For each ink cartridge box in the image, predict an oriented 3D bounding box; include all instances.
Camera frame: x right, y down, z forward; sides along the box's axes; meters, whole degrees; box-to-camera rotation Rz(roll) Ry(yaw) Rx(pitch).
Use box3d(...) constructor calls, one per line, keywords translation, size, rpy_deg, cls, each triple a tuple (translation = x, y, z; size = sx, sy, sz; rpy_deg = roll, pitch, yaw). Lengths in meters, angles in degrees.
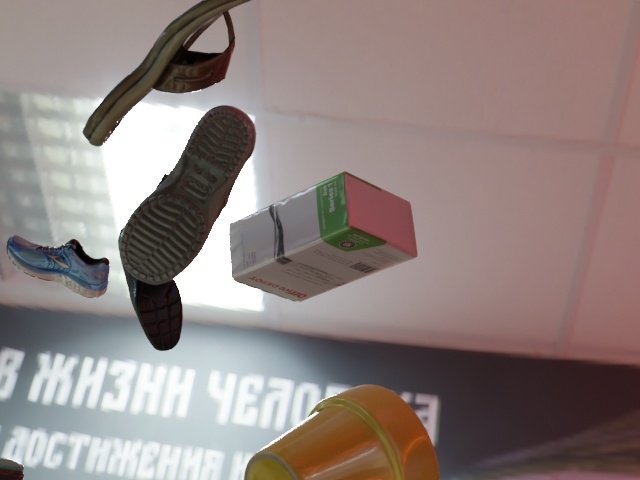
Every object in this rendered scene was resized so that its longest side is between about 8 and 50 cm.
box3d(translation=(0.000, 0.000, 1.862), size=(0.219, 0.093, 0.160), rpy_deg=(-22, -28, 33), cls="ink cartridge box")

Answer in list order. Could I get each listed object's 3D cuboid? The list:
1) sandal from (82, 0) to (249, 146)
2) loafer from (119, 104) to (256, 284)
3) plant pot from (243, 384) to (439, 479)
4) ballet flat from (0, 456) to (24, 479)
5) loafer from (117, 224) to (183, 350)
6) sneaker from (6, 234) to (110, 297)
box3d(translation=(-0.161, -0.206, 1.573), size=(0.086, 0.120, 0.303), rpy_deg=(46, -66, -5), cls="sandal")
box3d(translation=(-0.146, -0.053, 1.555), size=(0.094, 0.087, 0.251), rpy_deg=(39, -70, 2), cls="loafer")
box3d(translation=(0.020, 0.379, 2.100), size=(0.239, 0.254, 0.254), rpy_deg=(-13, -22, -40), cls="plant pot")
box3d(translation=(-0.507, 0.322, 1.840), size=(0.074, 0.074, 0.203), rpy_deg=(-25, -36, 35), cls="ballet flat")
box3d(translation=(-0.219, 0.059, 1.696), size=(0.062, 0.170, 0.061), rpy_deg=(-12, -2, -19), cls="loafer")
box3d(translation=(-0.386, 0.022, 1.964), size=(0.162, 0.063, 0.073), rpy_deg=(21, -71, -5), cls="sneaker")
